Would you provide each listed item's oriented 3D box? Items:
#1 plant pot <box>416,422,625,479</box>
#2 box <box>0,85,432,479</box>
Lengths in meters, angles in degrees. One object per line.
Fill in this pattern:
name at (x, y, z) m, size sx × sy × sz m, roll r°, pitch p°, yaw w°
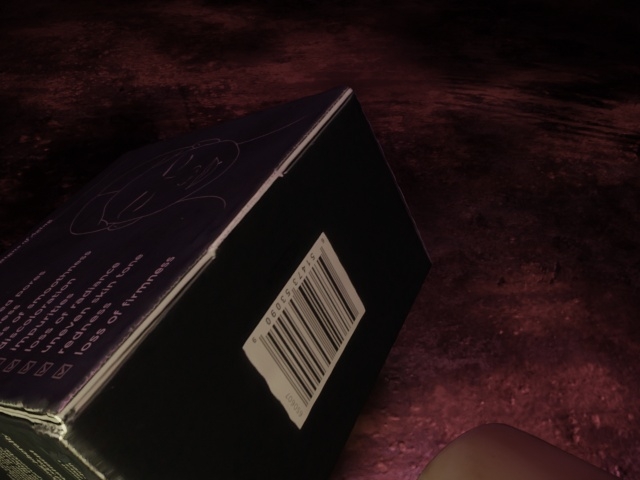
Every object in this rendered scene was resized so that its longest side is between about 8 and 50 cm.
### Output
plant pot at (0.245, 0.354, 0.600) m, size 0.323 × 0.323 × 0.280 m, roll -22°, pitch 34°, yaw -20°
box at (-0.187, 0.090, 0.716) m, size 0.471 × 0.297 × 0.480 m, roll -3°, pitch 38°, yaw 38°
